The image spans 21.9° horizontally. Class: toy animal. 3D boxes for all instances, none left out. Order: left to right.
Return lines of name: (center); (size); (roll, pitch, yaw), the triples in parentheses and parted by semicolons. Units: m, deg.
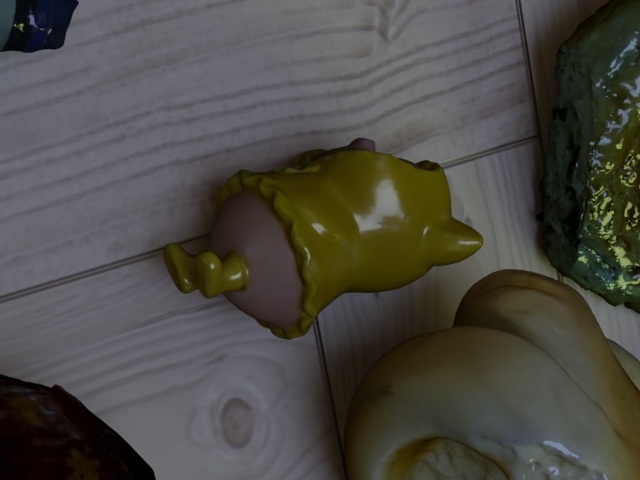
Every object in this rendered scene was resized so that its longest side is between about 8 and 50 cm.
toy animal: (-0.002, -0.001, 1.264); (0.230, 0.156, 0.156); (-13, 103, -27)

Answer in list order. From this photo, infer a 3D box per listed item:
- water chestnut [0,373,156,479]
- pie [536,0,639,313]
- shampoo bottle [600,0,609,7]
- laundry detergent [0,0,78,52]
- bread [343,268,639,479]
water chestnut: (-0.237, 0.213, 1.100); (0.244, 0.289, 0.289); (11, 91, -2)
pie: (0.334, -0.089, 1.443); (0.288, 0.103, 0.354); (-4, 113, -22)
shampoo bottle: (0.348, -0.214, 1.492); (0.221, 0.051, 0.108); (-15, 108, -27)
laundry detergent: (-0.298, -0.142, 1.099); (0.281, 0.105, 0.214); (6, 87, -32)
bread: (0.213, 0.226, 1.311); (0.245, 0.329, 0.424); (-41, 108, -20)
